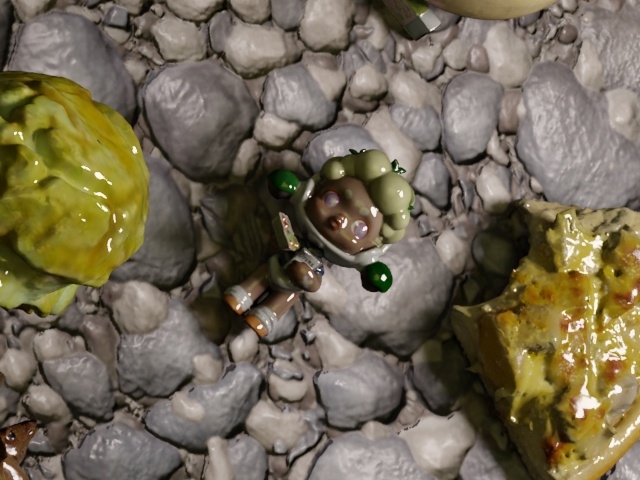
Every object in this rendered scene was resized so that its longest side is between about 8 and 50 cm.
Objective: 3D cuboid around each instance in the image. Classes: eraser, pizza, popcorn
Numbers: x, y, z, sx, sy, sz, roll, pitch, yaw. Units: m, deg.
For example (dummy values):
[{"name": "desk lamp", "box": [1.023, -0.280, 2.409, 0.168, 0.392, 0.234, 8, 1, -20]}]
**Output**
[{"name": "eraser", "box": [0.075, -0.226, 1.595, 0.019, 0.038, 0.083, -42, 97, -23]}, {"name": "pizza", "box": [0.247, 0.074, 1.589, 0.223, 0.089, 0.323, 37, 73, -13]}, {"name": "popcorn", "box": [-0.235, -0.043, 1.378, 0.184, 0.221, 0.204, -43, 89, 5]}]

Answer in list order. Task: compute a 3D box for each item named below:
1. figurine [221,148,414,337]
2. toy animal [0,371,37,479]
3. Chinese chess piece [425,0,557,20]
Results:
[{"name": "figurine", "box": [0.000, -0.001, 1.514, 0.147, 0.093, 0.197, 45, 73, 3]}, {"name": "toy animal", "box": [-0.275, 0.255, 1.399, 0.260, 0.087, 0.243, 44, 71, -11]}, {"name": "Chinese chess piece", "box": [0.151, -0.326, 1.581, 0.251, 0.097, 0.250, 6, 75, -24]}]
